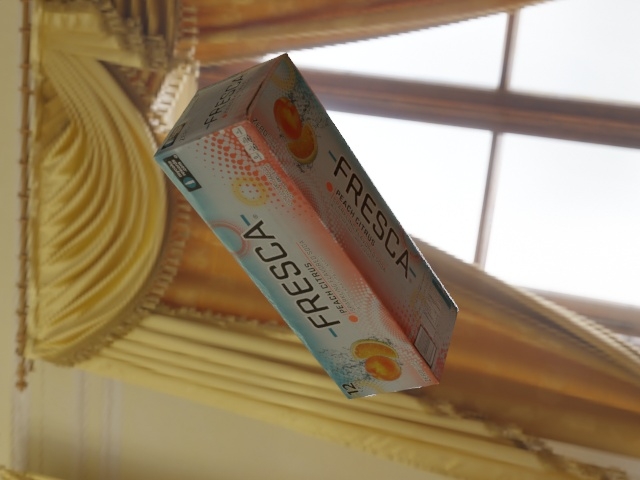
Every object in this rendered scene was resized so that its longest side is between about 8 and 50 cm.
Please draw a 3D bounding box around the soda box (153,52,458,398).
[{"bbox_3d":[0.000,0.000,0.470,0.183,0.062,0.058,54,-142,-28],"label":"soda box"}]
